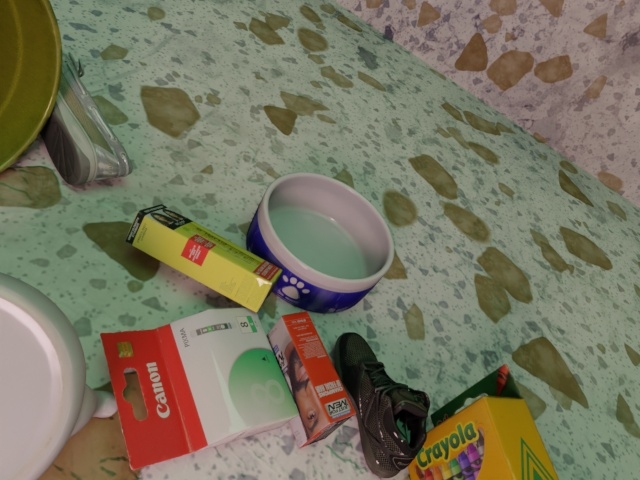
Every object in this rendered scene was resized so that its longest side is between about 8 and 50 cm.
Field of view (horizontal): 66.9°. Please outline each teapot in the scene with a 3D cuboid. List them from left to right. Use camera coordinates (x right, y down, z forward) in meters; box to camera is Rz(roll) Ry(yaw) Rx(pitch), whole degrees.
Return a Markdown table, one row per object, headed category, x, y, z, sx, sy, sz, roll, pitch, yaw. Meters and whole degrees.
| category | x | y | z | sx | sy | sz | roll | pitch | yaw |
| --- | --- | --- | --- | --- | --- | --- | --- | --- | --- |
| teapot | -0.371 | 0.143 | 0.482 | 0.253 | 0.187 | 0.256 | -28 | 98 | -28 |

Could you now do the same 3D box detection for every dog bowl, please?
| category | x | y | z | sx | sy | sz | roll | pitch | yaw |
| --- | --- | --- | --- | --- | --- | --- | --- | --- | --- |
| dog bowl | 0.000 | 0.000 | 0.907 | 0.265 | 0.104 | 0.265 | 17 | 44 | -17 |

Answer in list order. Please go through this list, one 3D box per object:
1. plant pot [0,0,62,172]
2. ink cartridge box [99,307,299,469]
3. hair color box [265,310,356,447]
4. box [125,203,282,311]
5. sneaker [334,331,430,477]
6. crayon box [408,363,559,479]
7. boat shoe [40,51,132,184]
| category | x | y | z | sx | sy | sz | roll | pitch | yaw |
| --- | --- | --- | --- | --- | --- | --- | --- | --- | --- |
| plant pot | -0.624 | -0.287 | 0.633 | 0.353 | 0.366 | 0.366 | 29 | 40 | 13 |
| ink cartridge box | -0.155 | 0.179 | 0.645 | 0.225 | 0.056 | 0.181 | 7 | 46 | -48 |
| hair color box | -0.025 | 0.200 | 0.709 | 0.053 | 0.093 | 0.167 | -4 | 53 | -39 |
| box | -0.180 | 0.025 | 0.769 | 0.232 | 0.058 | 0.087 | 29 | 14 | 2 |
| sneaker | 0.096 | 0.224 | 0.741 | 0.087 | 0.130 | 0.227 | 8 | 45 | -29 |
| crayon box | 0.219 | 0.351 | 0.645 | 0.081 | 0.202 | 0.318 | 11 | 45 | -24 |
| boat shoe | -0.438 | -0.235 | 0.847 | 0.103 | 0.118 | 0.320 | -14 | 63 | -47 |
